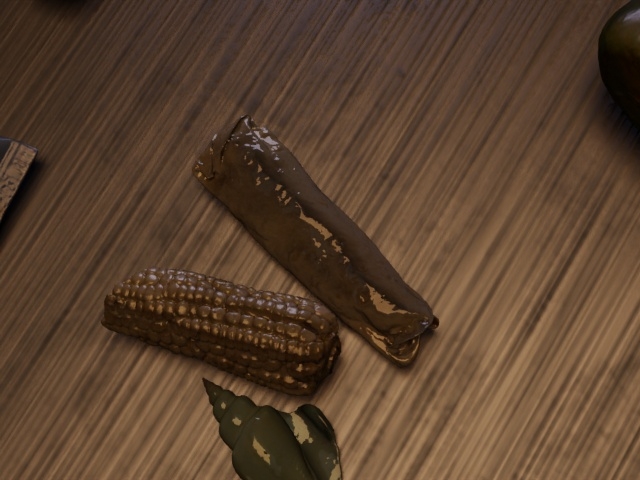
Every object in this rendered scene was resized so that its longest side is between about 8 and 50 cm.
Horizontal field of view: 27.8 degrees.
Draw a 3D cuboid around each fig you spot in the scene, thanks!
[{"bbox_3d":[0.355,-0.152,1.134,0.233,0.167,0.167,-4,68,-34],"label":"fig"}]

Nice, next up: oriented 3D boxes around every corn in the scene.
[{"bbox_3d":[-0.084,0.071,1.137,0.211,0.087,0.087,18,76,15],"label":"corn"}]

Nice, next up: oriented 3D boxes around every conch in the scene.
[{"bbox_3d":[-0.038,0.180,1.113,0.180,0.088,0.065,47,126,10],"label":"conch"}]

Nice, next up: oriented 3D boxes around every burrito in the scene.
[{"bbox_3d":[0.000,0.000,1.161,0.082,0.059,0.275,-46,74,-1],"label":"burrito"}]

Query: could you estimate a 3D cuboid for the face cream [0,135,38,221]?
[{"bbox_3d":[-0.466,-0.103,1.230,0.385,0.086,0.136,24,80,7],"label":"face cream"}]
